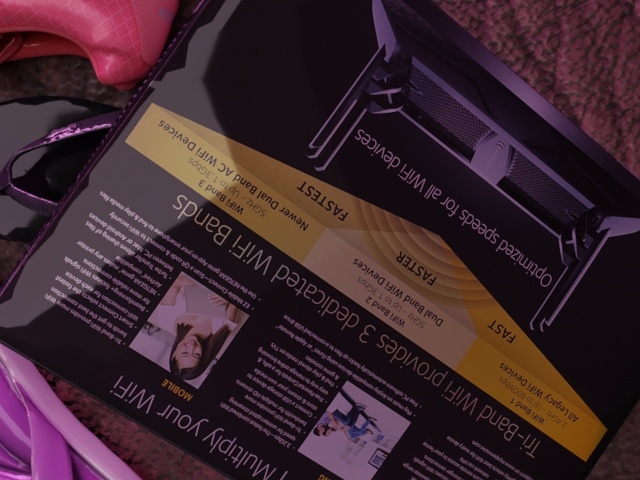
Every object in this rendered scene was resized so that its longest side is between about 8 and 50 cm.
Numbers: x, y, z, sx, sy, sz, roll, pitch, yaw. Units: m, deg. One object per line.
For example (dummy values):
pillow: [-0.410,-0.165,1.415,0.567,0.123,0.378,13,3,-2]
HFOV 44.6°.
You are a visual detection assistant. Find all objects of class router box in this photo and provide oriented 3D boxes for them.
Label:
router box: [0.029,0.020,0.414,0.308,0.081,0.243,36,88,-15]

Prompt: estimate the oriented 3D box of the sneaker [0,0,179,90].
sneaker: [-0.235,-0.176,0.476,0.313,0.116,0.136,14,94,1]

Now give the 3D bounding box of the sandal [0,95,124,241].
sandal: [-0.131,-0.047,0.508,0.254,0.054,0.097,0,92,1]

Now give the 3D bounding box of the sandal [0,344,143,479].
sandal: [-0.226,0.160,0.494,0.169,0.102,0.416,-36,89,3]
